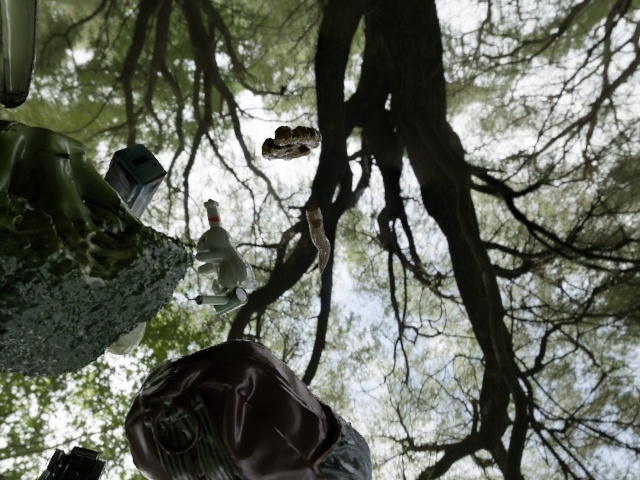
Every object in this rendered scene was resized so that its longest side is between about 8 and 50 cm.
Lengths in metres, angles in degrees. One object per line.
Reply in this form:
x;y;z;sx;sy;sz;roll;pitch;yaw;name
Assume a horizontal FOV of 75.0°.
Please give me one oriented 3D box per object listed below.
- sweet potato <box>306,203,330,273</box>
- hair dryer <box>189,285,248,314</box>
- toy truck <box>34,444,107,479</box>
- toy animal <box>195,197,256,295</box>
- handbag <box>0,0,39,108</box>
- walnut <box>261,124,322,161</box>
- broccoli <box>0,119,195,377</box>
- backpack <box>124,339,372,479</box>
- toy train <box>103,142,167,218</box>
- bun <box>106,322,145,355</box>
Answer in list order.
0.000;0.000;1.548;0.059;0.282;0.067;-1;-142;20;sweet potato
-0.195;0.112;0.768;0.063;0.124;0.038;-30;-109;24;hair dryer
-0.559;0.583;0.868;0.124;0.157;0.272;20;-153;-10;toy truck
-0.293;0.036;1.165;0.138;0.140;0.283;-27;-99;-28;toy animal
-0.648;-0.394;0.798;0.160;0.237;0.358;-6;-156;-39;handbag
-0.078;-0.260;1.098;0.142;0.069;0.170;-30;169;38;walnut
-0.327;0.015;0.488;0.303;0.321;0.284;-17;-104;25;broccoli
-0.109;0.281;0.576;0.283;0.317;0.197;-28;-153;15;backpack
-0.460;-0.063;0.949;0.409;0.086;0.089;-37;-175;45;toy train
-0.530;0.181;1.054;0.134;0.220;0.220;-46;-134;-9;bun
